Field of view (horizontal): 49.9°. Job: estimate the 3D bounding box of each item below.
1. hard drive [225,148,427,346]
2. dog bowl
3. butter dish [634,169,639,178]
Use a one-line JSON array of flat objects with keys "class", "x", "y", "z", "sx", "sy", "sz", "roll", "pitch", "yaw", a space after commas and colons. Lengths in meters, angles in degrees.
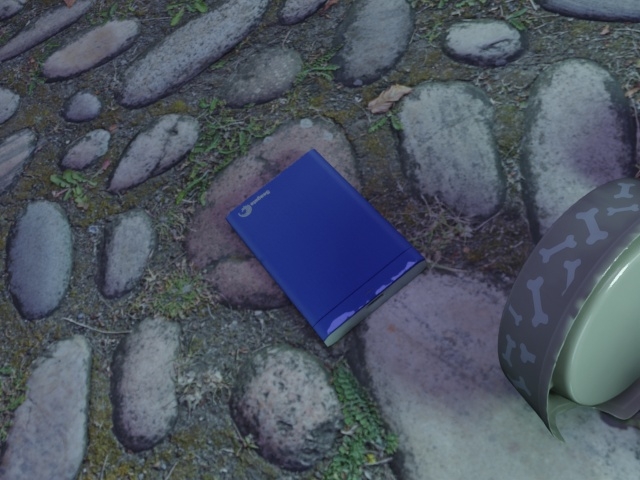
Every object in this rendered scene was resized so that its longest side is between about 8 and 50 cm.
[{"class": "hard drive", "x": 0.000, "y": 0.000, "z": 1.184, "sx": 0.210, "sy": 0.040, "sz": 0.319, "roll": -38, "pitch": 57, "yaw": -6}, {"class": "dog bowl", "x": 0.362, "y": 0.080, "z": 0.850, "sx": 0.349, "sy": 0.349, "sz": 0.102, "roll": -42, "pitch": 45, "yaw": -9}, {"class": "butter dish", "x": 0.561, "y": -0.108, "z": 1.016, "sx": 0.118, "sy": 0.160, "sz": 0.160, "roll": 40, "pitch": 77, "yaw": 8}]
